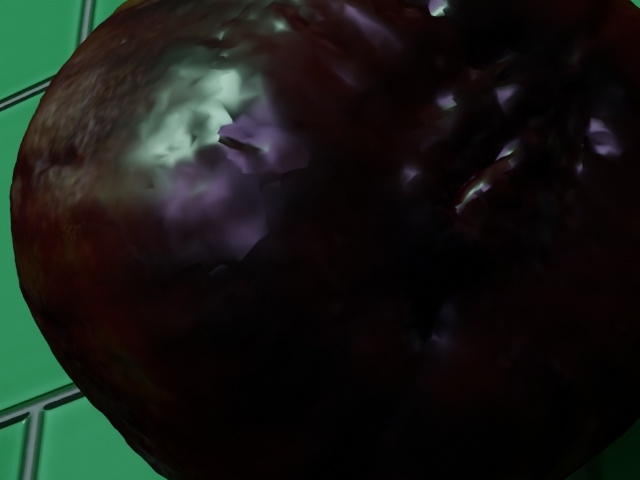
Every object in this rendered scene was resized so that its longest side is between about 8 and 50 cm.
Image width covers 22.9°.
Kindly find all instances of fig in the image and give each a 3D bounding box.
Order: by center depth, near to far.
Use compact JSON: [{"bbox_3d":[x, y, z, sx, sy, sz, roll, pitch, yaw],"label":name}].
[{"bbox_3d":[0.003,-0.006,0.553,0.263,0.224,0.224,6,55,37],"label":"fig"}]
